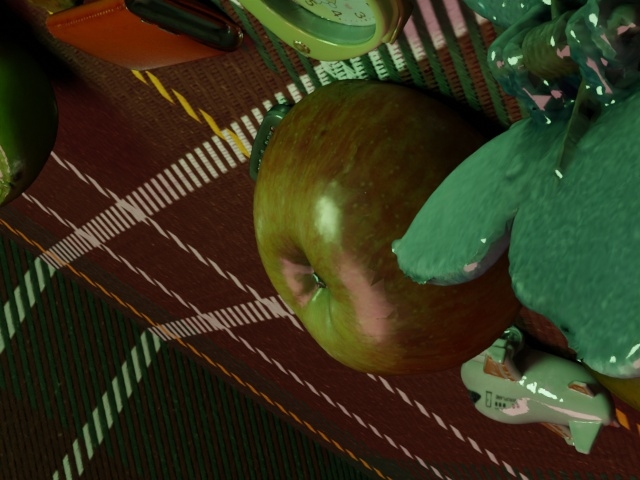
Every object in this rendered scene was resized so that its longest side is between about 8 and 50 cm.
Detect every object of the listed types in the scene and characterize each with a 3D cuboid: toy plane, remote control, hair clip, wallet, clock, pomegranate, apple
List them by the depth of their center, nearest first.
[{"bbox_3d":[0.216,-0.098,0.799,0.238,0.392,0.318,9,170,-22],"label":"hair clip"},{"bbox_3d":[0.010,-0.231,1.101,0.170,0.069,0.232,41,159,-27],"label":"clock"},{"bbox_3d":[0.066,-0.002,1.334,0.309,0.250,0.277,32,163,3],"label":"apple"},{"bbox_3d":[-0.194,-0.228,1.428,0.142,0.045,0.204,18,171,-34],"label":"wallet"},{"bbox_3d":[-0.046,-0.105,1.577,0.072,0.042,0.222,31,161,-1],"label":"remote control"},{"bbox_3d":[-0.479,-0.219,1.740,0.309,0.216,0.359,30,132,3],"label":"pomegranate"},{"bbox_3d":[0.286,0.204,1.756,0.244,0.117,0.245,27,163,9],"label":"toy plane"}]

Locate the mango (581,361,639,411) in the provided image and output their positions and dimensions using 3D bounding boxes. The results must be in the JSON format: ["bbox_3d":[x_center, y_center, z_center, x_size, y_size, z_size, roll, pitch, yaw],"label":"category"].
[{"bbox_3d":[0.379,0.150,1.515,0.130,0.092,0.194,40,169,-33],"label":"mango"}]

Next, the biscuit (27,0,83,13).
[{"bbox_3d":[-0.295,-0.325,1.375,0.277,0.052,0.262,14,160,42],"label":"biscuit"}]
